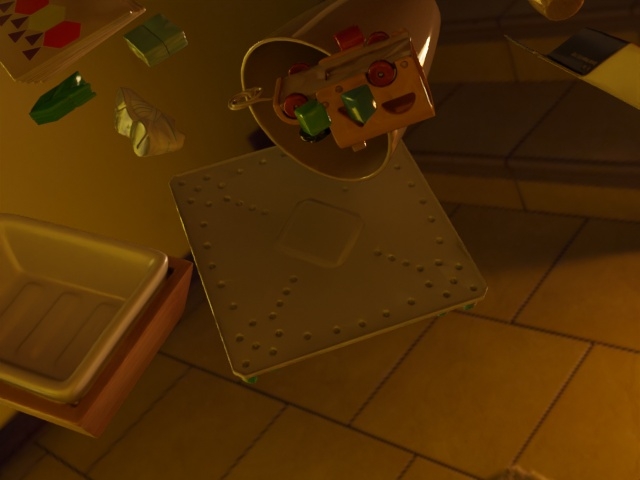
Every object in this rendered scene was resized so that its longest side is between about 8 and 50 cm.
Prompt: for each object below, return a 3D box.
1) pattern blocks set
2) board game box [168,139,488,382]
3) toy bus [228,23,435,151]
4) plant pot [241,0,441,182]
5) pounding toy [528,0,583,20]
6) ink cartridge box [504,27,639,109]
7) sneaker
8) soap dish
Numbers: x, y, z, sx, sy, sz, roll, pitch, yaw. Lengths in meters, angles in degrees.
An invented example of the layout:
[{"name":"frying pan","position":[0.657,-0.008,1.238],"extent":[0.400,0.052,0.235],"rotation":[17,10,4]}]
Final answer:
[{"name":"pattern blocks set","position":[-0.287,-0.237,0.867],"extent":[0.286,0.026,0.324],"rotation":[-29,52,-8]},{"name":"board game box","position":[0.000,0.000,1.290],"extent":[0.390,0.050,0.389],"rotation":[-17,56,-11]},{"name":"toy bus","position":[0.032,-0.157,0.943],"extent":[0.191,0.104,0.202],"rotation":[-42,34,-24]},{"name":"plant pot","position":[0.064,-0.272,1.247],"extent":[0.257,0.256,0.274],"rotation":[7,48,43]},{"name":"pounding toy","position":[0.164,-0.278,0.463],"extent":[0.155,0.269,0.154],"rotation":[-5,50,-26]},{"name":"ink cartridge box","position":[0.399,-0.166,0.954],"extent":[0.175,0.371,0.069],"rotation":[-85,20,-70]},{"name":"sneaker","position":[-0.227,-0.152,1.076],"extent":[0.061,0.053,0.152],"rotation":[-3,37,-35]},{"name":"soap dish","position":[-0.318,0.094,0.958],"extent":[0.291,0.118,0.229],"rotation":[12,50,23]}]
